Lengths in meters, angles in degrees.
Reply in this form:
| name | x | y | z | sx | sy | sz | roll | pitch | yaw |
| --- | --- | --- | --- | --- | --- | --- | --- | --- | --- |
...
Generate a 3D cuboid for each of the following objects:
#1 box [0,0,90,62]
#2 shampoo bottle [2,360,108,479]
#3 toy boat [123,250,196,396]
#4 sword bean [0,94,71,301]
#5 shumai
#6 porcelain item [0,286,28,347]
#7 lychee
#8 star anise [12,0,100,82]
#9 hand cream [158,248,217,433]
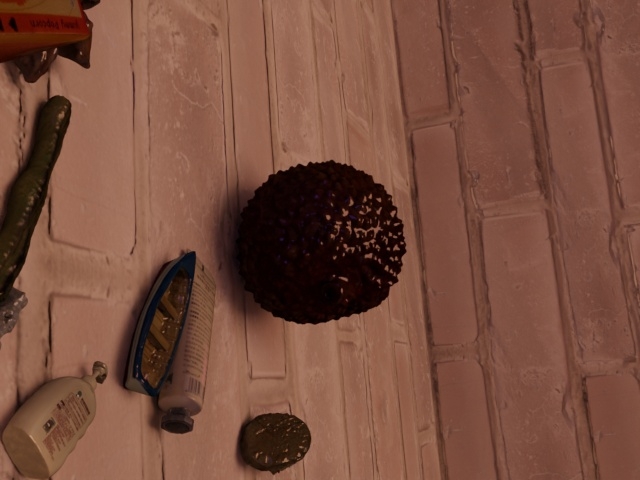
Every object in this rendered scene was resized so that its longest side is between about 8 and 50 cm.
| name | x | y | z | sx | sy | sz | roll | pitch | yaw |
| --- | --- | --- | --- | --- | --- | --- | --- | --- | --- |
| box | -0.346 | -0.263 | 0.518 | 0.259 | 0.213 | 0.284 | -46 | 125 | -69 |
| shampoo bottle | -0.274 | 0.179 | 0.780 | 0.152 | 0.045 | 0.077 | -61 | 136 | -58 |
| toy boat | -0.215 | 0.103 | 0.979 | 0.080 | 0.045 | 0.229 | 62 | 27 | -42 |
| sword bean | -0.315 | -0.053 | 0.780 | 0.043 | 0.038 | 0.269 | 98 | -2 | -56 |
| shumai | -0.082 | 0.351 | 1.213 | 0.099 | 0.123 | 0.087 | 62 | -36 | 39 |
| porcelain item | -0.320 | 0.084 | 0.715 | 0.083 | 0.028 | 0.036 | -77 | 154 | -44 |
| lychee | 0.000 | 0.000 | 1.265 | 0.330 | 0.305 | 0.306 | -111 | 175 | -48 |
| star anise | -0.317 | -0.273 | 0.811 | 0.212 | 0.073 | 0.197 | -75 | 148 | -44 |
| hand cream | -0.187 | 0.141 | 1.040 | 0.095 | 0.059 | 0.276 | 59 | 24 | -45 |
